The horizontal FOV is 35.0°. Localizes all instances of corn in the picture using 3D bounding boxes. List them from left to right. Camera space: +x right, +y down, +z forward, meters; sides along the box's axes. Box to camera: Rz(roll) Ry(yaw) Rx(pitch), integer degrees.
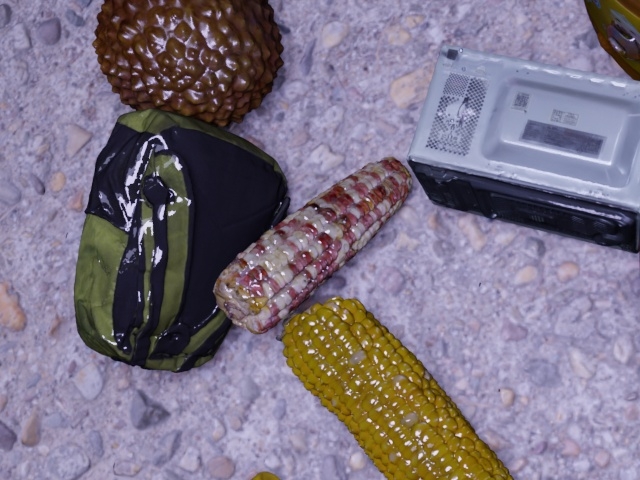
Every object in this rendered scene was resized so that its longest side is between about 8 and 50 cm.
[{"bbox_3d":[0.000,0.000,0.983,0.079,0.079,0.237,38,60,25],"label":"corn"},{"bbox_3d":[0.083,0.175,0.928,0.102,0.102,0.313,-42,69,4],"label":"corn"}]

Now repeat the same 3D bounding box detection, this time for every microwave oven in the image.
[{"bbox_3d":[0.200,-0.078,0.923,0.208,0.162,0.123,15,81,19],"label":"microwave oven"}]

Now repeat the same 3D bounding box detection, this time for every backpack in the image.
[{"bbox_3d":[-0.139,0.009,0.999,0.140,0.207,0.253,16,90,44],"label":"backpack"}]

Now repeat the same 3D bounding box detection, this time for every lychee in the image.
[{"bbox_3d":[-0.141,-0.211,1.069,0.200,0.200,0.238,-44,53,4],"label":"lychee"}]

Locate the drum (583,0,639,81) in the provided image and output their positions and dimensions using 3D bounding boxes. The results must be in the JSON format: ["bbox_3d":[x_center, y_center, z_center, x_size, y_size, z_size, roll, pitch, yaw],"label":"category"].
[{"bbox_3d":[0.419,-0.313,0.882,0.431,0.214,0.431,-6,74,19],"label":"drum"}]

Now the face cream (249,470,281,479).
[{"bbox_3d":[-0.134,0.333,0.969,0.273,0.078,0.078,-40,65,6],"label":"face cream"}]
